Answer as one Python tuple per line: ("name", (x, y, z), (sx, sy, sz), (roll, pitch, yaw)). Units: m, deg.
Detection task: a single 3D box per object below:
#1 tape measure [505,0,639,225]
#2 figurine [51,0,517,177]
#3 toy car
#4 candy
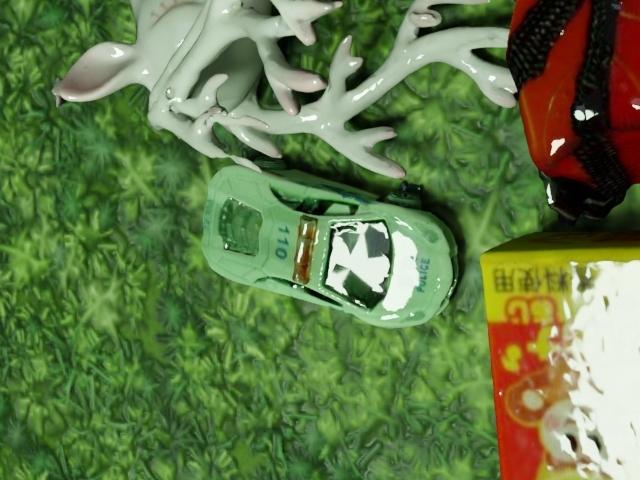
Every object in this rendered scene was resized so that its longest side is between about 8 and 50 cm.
("tape measure", (0.191, -0.164, 0.592), (0.253, 0.114, 0.260), (-22, 75, 40))
("figurine", (-0.050, -0.173, 0.727), (0.284, 0.206, 0.316), (-12, 95, 43))
("toy car", (0.000, 0.000, 0.799), (0.186, 0.058, 0.093), (17, 105, 30))
("candy", (0.177, 0.132, 0.690), (0.146, 0.088, 0.276), (-1, 98, 31))
